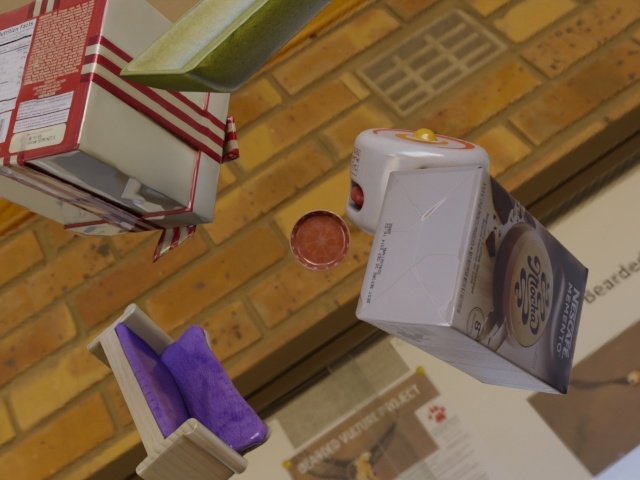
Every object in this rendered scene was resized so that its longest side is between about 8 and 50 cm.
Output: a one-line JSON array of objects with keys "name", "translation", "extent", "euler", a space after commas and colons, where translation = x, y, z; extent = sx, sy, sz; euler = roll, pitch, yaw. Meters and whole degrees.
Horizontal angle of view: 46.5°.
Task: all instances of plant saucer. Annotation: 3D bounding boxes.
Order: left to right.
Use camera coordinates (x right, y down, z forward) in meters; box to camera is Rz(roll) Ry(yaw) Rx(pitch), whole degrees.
[{"name": "plant saucer", "translation": [-0.069, -0.188, 0.645], "extent": [0.188, 0.188, 0.045], "euler": [-46, -60, -14]}, {"name": "plant saucer", "translation": [0.000, 0.000, 1.009], "extent": [0.083, 0.083, 0.013], "euler": [-40, -5, 4]}]

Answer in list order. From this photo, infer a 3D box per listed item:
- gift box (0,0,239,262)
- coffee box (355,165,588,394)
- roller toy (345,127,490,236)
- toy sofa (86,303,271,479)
[{"name": "gift box", "translation": [-0.273, -0.124, 0.930], "extent": [0.258, 0.255, 0.276], "euler": [30, -116, -54]}, {"name": "coffee box", "translation": [0.185, 0.056, 0.841], "extent": [0.297, 0.119, 0.168], "euler": [31, -112, -46]}, {"name": "roller toy", "translation": [0.133, -0.083, 1.039], "extent": [0.209, 0.191, 0.146], "euler": [-17, -61, -56]}, {"name": "toy sofa", "translation": [-0.248, 0.252, 1.262], "extent": [0.177, 0.362, 0.150], "euler": [-41, -51, -4]}]
